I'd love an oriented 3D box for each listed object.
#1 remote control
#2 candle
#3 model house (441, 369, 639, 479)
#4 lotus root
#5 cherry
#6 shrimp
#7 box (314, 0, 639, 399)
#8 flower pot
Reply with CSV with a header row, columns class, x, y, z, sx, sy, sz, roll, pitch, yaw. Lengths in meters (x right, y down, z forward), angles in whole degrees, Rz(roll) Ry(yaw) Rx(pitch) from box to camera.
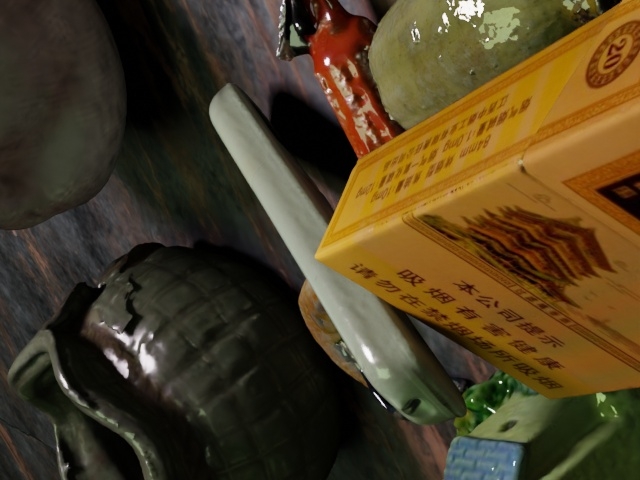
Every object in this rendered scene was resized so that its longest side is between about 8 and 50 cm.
class,x,y,z,sx,sy,sz,roll,pitch,yaw
remote control,0.001,0.000,0.722,0.090,0.038,0.309,47,-173,-46
candle,0.059,-0.047,0.684,0.084,0.059,0.302,-20,106,48
model house,0.129,0.207,0.715,0.195,0.189,0.214,-9,114,56
lotus root,0.086,-0.104,0.561,0.090,0.077,0.183,59,153,-8
cherry,-0.314,-0.142,0.902,0.326,0.291,0.335,19,98,8
shrimp,0.051,0.062,0.819,0.152,0.046,0.219,47,149,13
box,0.136,-0.006,0.522,0.174,0.076,0.274,30,156,-17
flower pot,-0.136,0.149,1.017,0.301,0.213,0.302,36,145,30
